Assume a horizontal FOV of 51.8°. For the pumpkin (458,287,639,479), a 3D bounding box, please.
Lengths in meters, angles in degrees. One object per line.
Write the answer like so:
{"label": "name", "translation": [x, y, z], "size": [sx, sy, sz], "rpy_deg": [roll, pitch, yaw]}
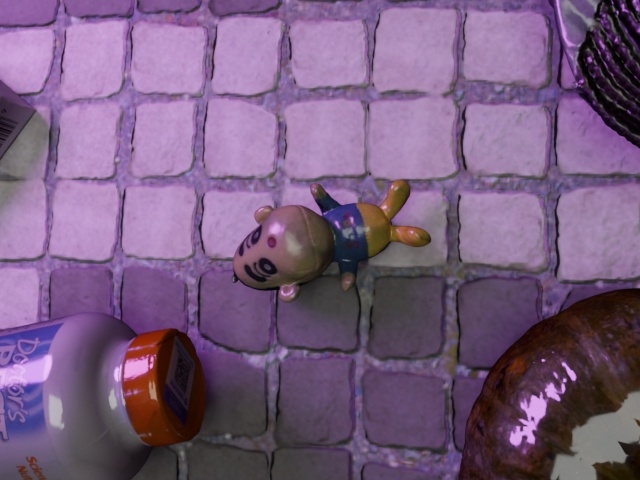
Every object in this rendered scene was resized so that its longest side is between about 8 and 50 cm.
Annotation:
{"label": "pumpkin", "translation": [0.246, 0.157, 0.481], "size": [0.325, 0.242, 0.232], "rpy_deg": [-18, 54, 15]}

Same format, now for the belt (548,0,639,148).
{"label": "belt", "translation": [0.275, -0.201, 0.504], "size": [0.184, 0.164, 0.289], "rpy_deg": [-19, 84, 36]}

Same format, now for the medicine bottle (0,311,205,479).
{"label": "medicine bottle", "translation": [-0.254, 0.152, 0.590], "size": [0.289, 0.157, 0.157], "rpy_deg": [-13, 84, 11]}

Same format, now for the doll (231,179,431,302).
{"label": "doll", "translation": [0.000, 0.000, 0.580], "size": [0.179, 0.089, 0.102], "rpy_deg": [-23, 74, 11]}

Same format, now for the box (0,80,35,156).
{"label": "box", "translation": [-0.432, -0.093, 0.689], "size": [0.149, 0.067, 0.233], "rpy_deg": [39, 94, 13]}
